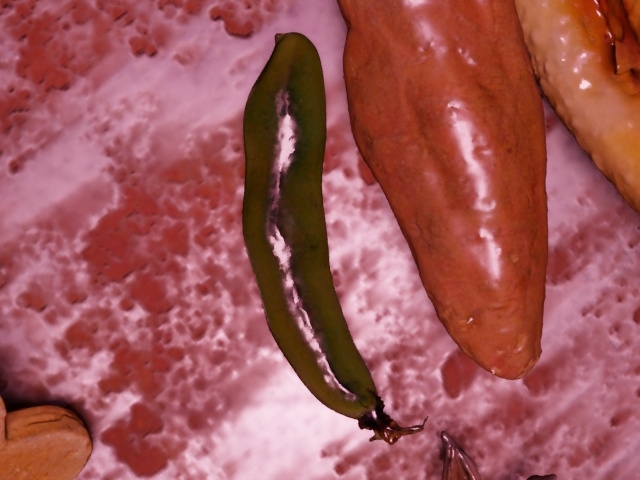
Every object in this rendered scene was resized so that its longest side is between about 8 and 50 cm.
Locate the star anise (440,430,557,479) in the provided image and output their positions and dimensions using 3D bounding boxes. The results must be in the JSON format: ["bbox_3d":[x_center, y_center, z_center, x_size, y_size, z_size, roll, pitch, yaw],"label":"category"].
[{"bbox_3d":[0.097,0.170,0.528,0.129,0.056,0.124,24,114,-5],"label":"star anise"}]

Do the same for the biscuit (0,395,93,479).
[{"bbox_3d":[-0.229,0.154,0.479,0.234,0.153,0.030,-44,54,-3],"label":"biscuit"}]

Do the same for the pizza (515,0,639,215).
[{"bbox_3d":[0.153,-0.147,0.472,0.073,0.182,0.365,-16,87,-26],"label":"pizza"}]

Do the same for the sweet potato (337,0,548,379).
[{"bbox_3d":[0.067,-0.050,0.508,0.097,0.097,0.252,-12,88,-2],"label":"sweet potato"}]

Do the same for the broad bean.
[{"bbox_3d":[-0.005,0.002,0.533,0.069,0.039,0.227,-17,91,5],"label":"broad bean"}]
